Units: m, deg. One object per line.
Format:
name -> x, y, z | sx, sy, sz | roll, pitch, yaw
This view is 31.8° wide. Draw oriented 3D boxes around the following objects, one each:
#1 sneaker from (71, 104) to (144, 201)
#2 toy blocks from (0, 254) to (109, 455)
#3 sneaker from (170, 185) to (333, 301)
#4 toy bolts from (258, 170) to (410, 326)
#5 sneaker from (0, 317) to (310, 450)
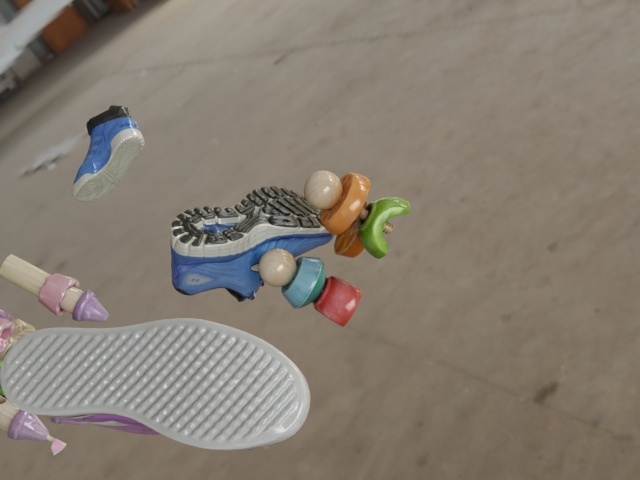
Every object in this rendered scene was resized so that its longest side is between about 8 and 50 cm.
sneaker -> -0.313, -0.129, 1.610 | 0.152, 0.058, 0.085 | -46, 54, 31
toy blocks -> -0.466, 0.227, 1.745 | 0.309, 0.260, 0.288 | -65, -5, 19
sneaker -> -0.114, 0.011, 1.833 | 0.330, 0.147, 0.130 | -13, 43, -39
toy bolts -> 0.000, 0.000, 1.771 | 0.228, 0.158, 0.218 | -63, 16, -4
sneaker -> -0.118, 0.129, 0.983 | 0.282, 0.161, 0.102 | 6, 75, 25
